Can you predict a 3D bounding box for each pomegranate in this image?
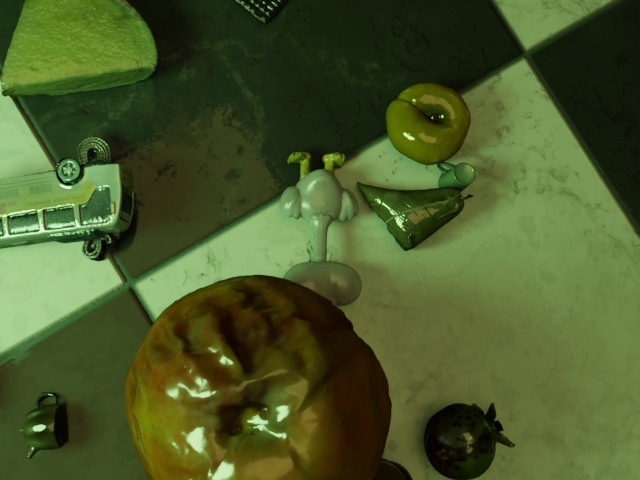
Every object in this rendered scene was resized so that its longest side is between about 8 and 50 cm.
[{"bbox_3d":[0.282,0.377,1.352,0.169,0.148,0.149,-23,86,-22],"label":"pomegranate"}]

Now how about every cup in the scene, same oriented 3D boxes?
[{"bbox_3d":[0.281,-0.137,1.466,0.054,0.083,0.075,-13,82,-13],"label":"cup"},{"bbox_3d":[0.098,0.471,1.292,0.113,0.138,0.150,2,80,-11],"label":"cup"}]

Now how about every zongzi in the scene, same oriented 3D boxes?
[{"bbox_3d":[0.194,-0.099,1.433,0.189,0.081,0.178,-37,84,-2],"label":"zongzi"}]

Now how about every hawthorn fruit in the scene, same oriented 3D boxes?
[{"bbox_3d":[-0.093,0.262,1.141,0.471,0.472,0.472,2,80,-12],"label":"hawthorn fruit"}]

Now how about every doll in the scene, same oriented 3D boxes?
[{"bbox_3d":[0.000,0.000,1.378,0.160,0.094,0.366,1,80,-14],"label":"doll"}]

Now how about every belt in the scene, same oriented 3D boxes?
[{"bbox_3d":[-0.414,-0.079,1.325,0.071,0.053,0.232,-4,81,-13],"label":"belt"}]

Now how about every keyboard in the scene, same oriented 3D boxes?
[{"bbox_3d":[-0.211,-0.575,1.472,0.309,0.018,0.101,39,74,-3],"label":"keyboard"}]

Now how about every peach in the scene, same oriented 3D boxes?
[{"bbox_3d":[0.221,-0.243,1.461,0.179,0.103,0.179,2,69,-5],"label":"peach"}]

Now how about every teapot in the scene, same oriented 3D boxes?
[{"bbox_3d":[-0.485,0.320,1.232,0.068,0.076,0.121,-6,54,-4],"label":"teapot"}]

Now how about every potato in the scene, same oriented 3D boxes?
[{"bbox_3d":[-0.437,-0.356,1.341,0.255,0.112,0.270,15,80,-13],"label":"potato"}]

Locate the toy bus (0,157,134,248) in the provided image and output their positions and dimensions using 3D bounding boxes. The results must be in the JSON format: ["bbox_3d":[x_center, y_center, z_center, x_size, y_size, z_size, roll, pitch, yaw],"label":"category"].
[{"bbox_3d":[-0.505,-0.059,1.246,0.342,0.097,0.138,-7,82,0],"label":"toy bus"}]
